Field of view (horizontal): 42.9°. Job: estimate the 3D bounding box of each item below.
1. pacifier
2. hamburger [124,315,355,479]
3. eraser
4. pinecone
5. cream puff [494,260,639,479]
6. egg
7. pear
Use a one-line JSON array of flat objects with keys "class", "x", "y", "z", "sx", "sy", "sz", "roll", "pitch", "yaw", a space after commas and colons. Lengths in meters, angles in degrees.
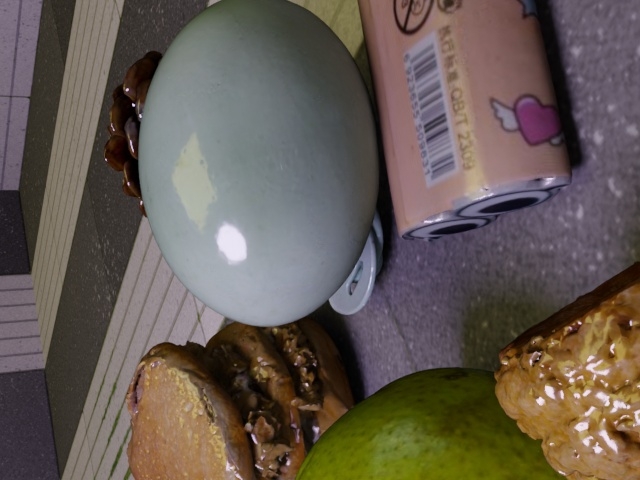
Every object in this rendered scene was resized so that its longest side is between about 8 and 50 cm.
[{"class": "pacifier", "x": 0.000, "y": 0.000, "z": 0.806, "sx": 0.127, "sy": 0.116, "sz": 0.150, "roll": -62, "pitch": 38, "yaw": 37}, {"class": "hamburger", "x": -0.079, "y": 0.191, "z": 0.872, "sx": 0.245, "sy": 0.211, "sz": 0.261, "roll": -13, "pitch": 86, "yaw": 55}, {"class": "eraser", "x": 0.096, "y": -0.158, "z": 0.645, "sx": 0.171, "sy": 0.087, "sz": 0.291, "roll": -27, "pitch": 69, "yaw": 58}, {"class": "pinecone", "x": -0.111, "y": -0.123, "z": 0.914, "sx": 0.272, "sy": 0.224, "sz": 0.224, "roll": 1, "pitch": 93, "yaw": 40}, {"class": "cream puff", "x": 0.199, "y": 0.089, "z": 0.409, "sx": 0.169, "sy": 0.183, "sz": 0.183, "roll": 58, "pitch": 145, "yaw": 11}, {"class": "egg", "x": -0.051, "y": -0.068, "z": 0.689, "sx": 0.203, "sy": 0.203, "sz": 0.283, "roll": -18, "pitch": 74, "yaw": 62}, {"class": "pear", "x": 0.093, "y": 0.184, "z": 0.505, "sx": 0.239, "sy": 0.139, "sz": 0.288, "roll": -14, "pitch": 39, "yaw": 44}]
